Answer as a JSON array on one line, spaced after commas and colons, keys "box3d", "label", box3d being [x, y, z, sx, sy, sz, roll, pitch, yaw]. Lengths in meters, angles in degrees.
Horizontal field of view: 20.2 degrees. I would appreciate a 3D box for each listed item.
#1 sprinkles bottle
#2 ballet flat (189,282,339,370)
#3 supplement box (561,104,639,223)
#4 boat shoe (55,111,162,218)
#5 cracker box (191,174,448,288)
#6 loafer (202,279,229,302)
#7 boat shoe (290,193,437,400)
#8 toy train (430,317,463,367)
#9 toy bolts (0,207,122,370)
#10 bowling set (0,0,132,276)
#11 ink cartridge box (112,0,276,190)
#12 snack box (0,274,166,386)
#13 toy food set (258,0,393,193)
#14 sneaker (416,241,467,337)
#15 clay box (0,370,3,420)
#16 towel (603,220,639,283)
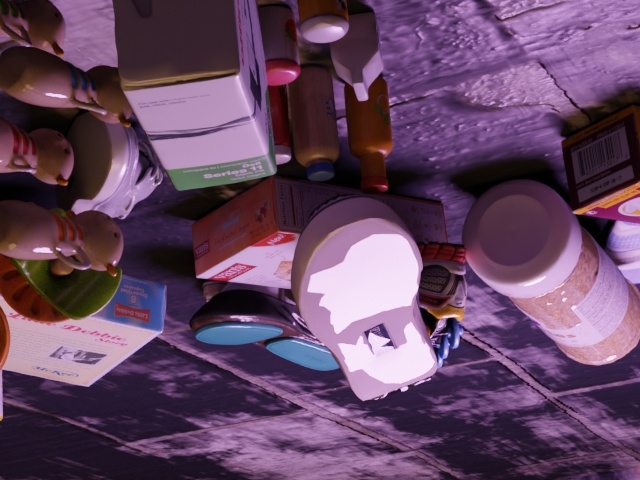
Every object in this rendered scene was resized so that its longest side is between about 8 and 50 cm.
[{"box3d": [0.270, 0.043, 2.021, 0.121, 0.121, 0.355, -12, 158, 20], "label": "sprinkles bottle"}, {"box3d": [-0.064, 0.087, 2.122, 0.095, 0.096, 0.280, -18, 158, 29], "label": "ballet flat"}, {"box3d": [0.346, -0.068, 1.796, 0.188, 0.081, 0.104, 8, 157, -36], "label": "supplement box"}, {"box3d": [-0.191, -0.068, 1.664, 0.081, 0.079, 0.227, -9, 169, -20], "label": "boat shoe"}, {"box3d": [0.000, 0.000, 1.923, 0.232, 0.067, 0.155, 9, 156, -35], "label": "cracker box"}, {"box3d": [-0.109, 0.080, 2.176, 0.045, 0.039, 0.125, -9, 162, 13], "label": "loafer"}, {"box3d": [0.024, 0.017, 1.718, 0.127, 0.158, 0.340, -20, 149, -3], "label": "boat shoe"}, {"box3d": [0.119, 0.096, 2.188, 0.080, 0.105, 0.184, -6, 163, -10], "label": "toy train"}, {"box3d": [-0.331, 0.016, 1.636, 0.218, 0.228, 0.158, -43, -169, -18], "label": "toy bolts"}, {"box3d": [-0.205, -0.123, 1.329, 0.200, 0.287, 0.154, -51, 151, 17], "label": "bowling set"}, {"box3d": [-0.092, -0.145, 1.318, 0.087, 0.153, 0.208, -8, 163, 4], "label": "ink cartridge box"}, {"box3d": [-0.339, 0.065, 1.807, 0.322, 0.060, 0.187, 15, 152, -27], "label": "snack box"}, {"box3d": [0.000, -0.118, 1.500, 0.111, 0.104, 0.232, -7, 162, 5], "label": "toy food set"}, {"box3d": [0.070, 0.075, 1.918, 0.088, 0.093, 0.225, 7, 157, -35], "label": "sneaker"}, {"box3d": [-0.442, 0.131, 2.094, 0.053, 0.127, 0.222, -10, 161, 16], "label": "clay box"}, {"box3d": [0.439, 0.000, 2.111, 0.209, 0.034, 0.285, -5, 162, 0], "label": "towel"}]
